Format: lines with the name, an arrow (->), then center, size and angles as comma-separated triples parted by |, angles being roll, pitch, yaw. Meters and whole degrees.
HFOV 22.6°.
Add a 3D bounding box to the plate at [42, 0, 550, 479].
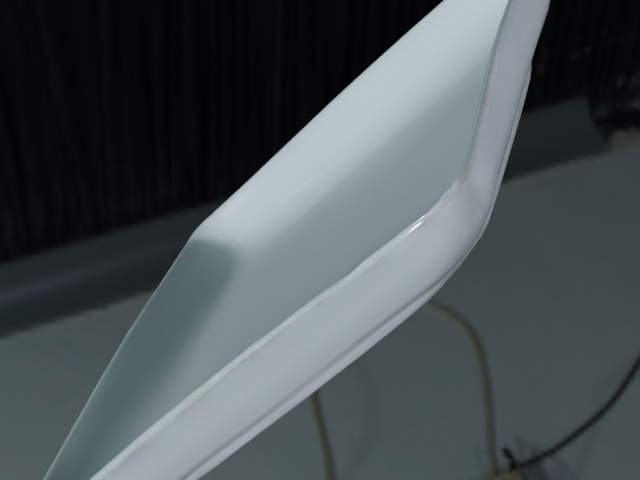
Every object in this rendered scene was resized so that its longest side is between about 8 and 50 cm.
plate -> 0.000, 0.000, 0.718 | 0.045, 0.277, 0.278 | 43, 32, -12
